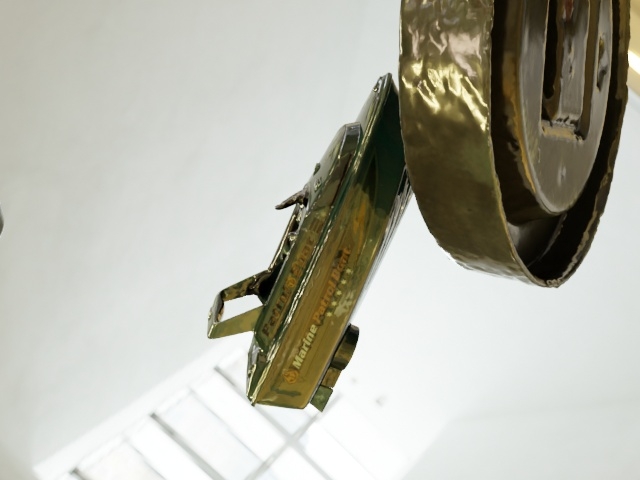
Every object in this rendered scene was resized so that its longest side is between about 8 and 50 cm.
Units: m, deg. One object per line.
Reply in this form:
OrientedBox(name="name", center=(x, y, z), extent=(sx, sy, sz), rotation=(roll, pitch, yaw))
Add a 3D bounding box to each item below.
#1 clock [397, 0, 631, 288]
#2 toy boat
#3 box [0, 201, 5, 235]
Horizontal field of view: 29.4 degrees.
OrientedBox(name="clock", center=(0.123, -0.113, 0.713), extent=(0.055, 0.280, 0.281), rotation=(6, -167, 27))
OrientedBox(name="toy boat", center=(0.000, 0.000, 0.821), extent=(0.103, 0.246, 0.093), rotation=(21, -161, -8))
OrientedBox(name="box", center=(-0.252, -0.037, 0.637), extent=(0.160, 0.230, 0.050), rotation=(-36, -113, -23))
